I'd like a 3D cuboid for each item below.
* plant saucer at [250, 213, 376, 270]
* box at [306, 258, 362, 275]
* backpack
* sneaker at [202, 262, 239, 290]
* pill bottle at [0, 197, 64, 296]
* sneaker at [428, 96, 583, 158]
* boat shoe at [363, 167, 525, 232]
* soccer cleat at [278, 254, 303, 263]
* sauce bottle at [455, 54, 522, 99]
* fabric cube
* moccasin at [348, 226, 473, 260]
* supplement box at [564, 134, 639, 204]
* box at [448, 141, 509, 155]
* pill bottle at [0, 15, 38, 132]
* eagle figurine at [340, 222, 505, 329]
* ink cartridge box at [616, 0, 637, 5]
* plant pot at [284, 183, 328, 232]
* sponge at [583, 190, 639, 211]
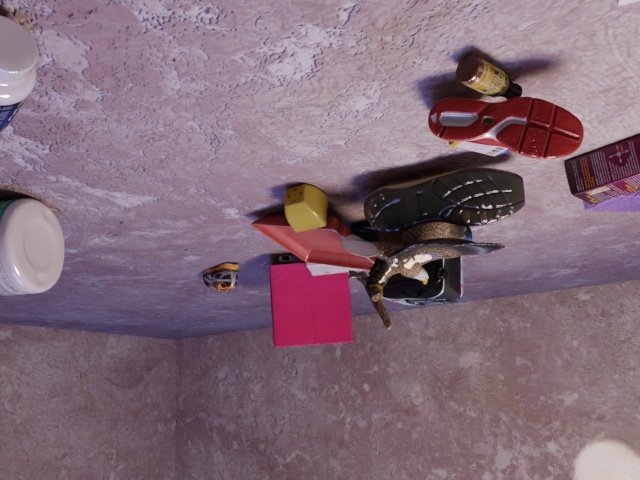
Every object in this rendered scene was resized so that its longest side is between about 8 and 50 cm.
[{"bbox_3d":[0.000,0.000,1.298,0.258,0.047,0.259,5,160,37],"label":"plant saucer"},{"bbox_3d":[0.046,0.040,1.528,0.171,0.091,0.130,-6,164,5],"label":"box"},{"bbox_3d":[0.281,0.079,1.492,0.254,0.225,0.191,-11,159,39],"label":"backpack"},{"bbox_3d":[-0.347,0.138,1.783,0.084,0.083,0.215,5,163,-32],"label":"sneaker"},{"bbox_3d":[-0.761,0.026,1.092,0.361,0.204,0.204,-6,164,3],"label":"pill bottle"},{"bbox_3d":[0.280,-0.182,0.804,0.221,0.087,0.128,15,-163,8],"label":"sneaker"},{"bbox_3d":[0.255,-0.100,1.092,0.324,0.122,0.120,-4,-158,16],"label":"boat shoe"},{"bbox_3d":[-0.093,0.060,1.676,0.083,0.029,0.035,4,166,-12],"label":"soccer cleat"},{"bbox_3d":[0.249,-0.231,0.750,0.128,0.042,0.042,4,162,-38],"label":"sauce bottle"},{"bbox_3d":[-0.030,0.208,1.722,0.259,0.258,0.254,-4,174,0],"label":"fabric cube"},{"bbox_3d":[0.214,-0.017,1.341,0.342,0.116,0.138,-8,163,24],"label":"moccasin"},{"bbox_3d":[0.615,-0.146,1.052,0.104,0.080,0.188,11,158,-42],"label":"supplement box"},{"bbox_3d":[0.307,-0.188,0.936,0.136,0.028,0.081,3,162,-32],"label":"box"},{"bbox_3d":[-0.403,-0.194,0.622,0.094,0.094,0.169,12,158,-42],"label":"pill bottle"},{"bbox_3d":[0.213,0.023,1.153,0.298,0.226,0.225,-40,162,8],"label":"eagle figurine"},{"bbox_3d":[0.370,-0.308,0.430,0.218,0.092,0.158,-11,163,16],"label":"ink cartridge box"},{"bbox_3d":[-0.038,-0.078,1.138,0.081,0.081,0.083,-11,148,24],"label":"plant pot"},{"bbox_3d":[0.801,-0.106,1.322,0.210,0.031,0.117,-1,164,-12],"label":"sponge"}]
